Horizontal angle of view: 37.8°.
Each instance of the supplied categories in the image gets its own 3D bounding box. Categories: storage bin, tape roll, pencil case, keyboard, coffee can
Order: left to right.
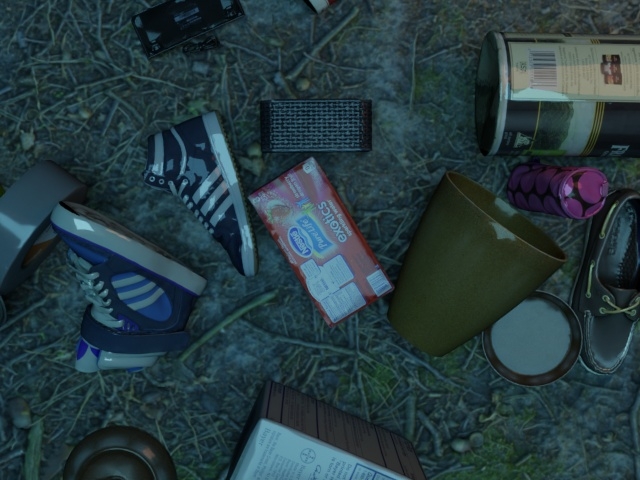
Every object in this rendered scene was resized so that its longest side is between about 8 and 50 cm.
[{"bbox_3d":[-0.465,-0.021,1.483,0.072,0.219,0.219,37,92,-2],"label":"tape roll"},{"bbox_3d":[-0.216,-0.361,1.568,0.180,0.023,0.108,-24,88,1],"label":"keyboard"},{"bbox_3d":[-0.008,-0.186,1.533,0.180,0.122,0.084,0,94,-2],"label":"storage bin"},{"bbox_3d":[0.383,-0.085,1.507,0.098,0.209,0.095,0,99,-12],"label":"pencil case"},{"bbox_3d":[0.402,-0.233,1.502,0.275,0.201,0.202,1,94,-1],"label":"coffee can"}]

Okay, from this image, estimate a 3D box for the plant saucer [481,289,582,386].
[{"bbox_3d":[0.361,0.166,1.602,0.168,0.029,0.169,1,96,8],"label":"plant saucer"}]

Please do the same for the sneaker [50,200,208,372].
[{"bbox_3d":[-0.340,0.101,1.473,0.130,0.322,0.236,32,88,41],"label":"sneaker"}]

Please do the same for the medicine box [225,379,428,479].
[{"bbox_3d":[0.010,0.369,1.498,0.289,0.263,0.149,24,93,-2],"label":"medicine box"}]

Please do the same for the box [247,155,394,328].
[{"bbox_3d":[0.000,0.000,1.544,0.128,0.122,0.257,-32,94,0],"label":"box"}]

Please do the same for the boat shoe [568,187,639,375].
[{"bbox_3d":[0.494,0.073,1.575,0.116,0.097,0.325,7,93,-2],"label":"boat shoe"}]

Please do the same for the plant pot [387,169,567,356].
[{"bbox_3d":[0.228,0.058,1.519,0.237,0.237,0.254,33,106,-3],"label":"plant pot"}]

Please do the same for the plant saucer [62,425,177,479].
[{"bbox_3d":[-0.347,0.420,1.606,0.198,0.036,0.199,0,94,-2],"label":"plant saucer"}]

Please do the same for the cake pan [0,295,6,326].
[{"bbox_3d":[-0.630,0.062,1.462,0.293,0.293,0.054,32,54,-3],"label":"cake pan"}]

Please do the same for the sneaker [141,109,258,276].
[{"bbox_3d":[-0.201,-0.061,1.546,0.153,0.099,0.282,-16,87,-5],"label":"sneaker"}]

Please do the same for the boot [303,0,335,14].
[{"bbox_3d":[-0.016,-0.521,1.533,0.176,0.088,0.244,-41,102,1],"label":"boot"}]

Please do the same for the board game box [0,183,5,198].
[{"bbox_3d":[-0.599,-0.115,1.561,0.092,0.043,0.181,-24,94,0],"label":"board game box"}]
